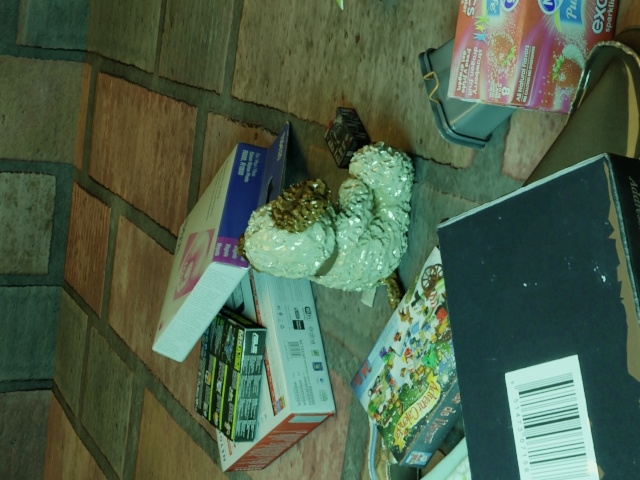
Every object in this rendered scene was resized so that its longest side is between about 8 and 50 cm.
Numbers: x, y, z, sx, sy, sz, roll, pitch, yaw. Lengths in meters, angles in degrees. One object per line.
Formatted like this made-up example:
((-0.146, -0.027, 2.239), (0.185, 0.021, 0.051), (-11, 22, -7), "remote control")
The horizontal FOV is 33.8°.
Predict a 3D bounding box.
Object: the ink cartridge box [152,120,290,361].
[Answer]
((-0.170, -0.012, 1.789), (0.330, 0.071, 0.324), (-53, 20, 36), "ink cartridge box")

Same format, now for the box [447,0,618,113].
((0.237, -0.270, 1.139), (0.122, 0.128, 0.257), (23, 107, 61), "box")

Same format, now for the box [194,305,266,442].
((-0.152, 0.217, 1.750), (0.184, 0.045, 0.191), (16, 101, 60), "box")

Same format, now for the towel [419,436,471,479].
((0.180, 0.431, 1.231), (0.374, 0.090, 0.321), (-58, 39, 44), "towel")

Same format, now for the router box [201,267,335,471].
((-0.104, 0.187, 1.796), (0.301, 0.082, 0.336), (-47, 47, 51), "router box")

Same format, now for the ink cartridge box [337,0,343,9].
((0.030, -0.485, 1.519), (0.189, 0.097, 0.255), (88, 163, -49), "ink cartridge box")

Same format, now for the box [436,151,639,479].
((0.280, 0.136, 0.807), (0.179, 0.312, 0.343), (-25, 66, 48), "box")

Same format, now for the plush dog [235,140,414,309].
((0.000, 0.000, 1.460), (0.262, 0.225, 0.211), (-46, 49, 51), "plush dog")

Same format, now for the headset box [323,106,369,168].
((0.038, -0.159, 1.610), (0.062, 0.032, 0.083), (-63, 35, 37), "headset box")

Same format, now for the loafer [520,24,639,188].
((0.266, -0.035, 1.061), (0.134, 0.130, 0.366), (36, 119, 58), "loafer")

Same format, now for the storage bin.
((0.184, -0.196, 1.281), (0.091, 0.098, 0.135), (-38, 54, 42), "storage bin")

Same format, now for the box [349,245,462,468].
((0.138, 0.147, 1.331), (0.233, 0.044, 0.159), (-61, 36, 20), "box")

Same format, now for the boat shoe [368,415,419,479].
((0.103, 0.273, 1.413), (0.066, 0.066, 0.183), (-41, 53, 52), "boat shoe")
